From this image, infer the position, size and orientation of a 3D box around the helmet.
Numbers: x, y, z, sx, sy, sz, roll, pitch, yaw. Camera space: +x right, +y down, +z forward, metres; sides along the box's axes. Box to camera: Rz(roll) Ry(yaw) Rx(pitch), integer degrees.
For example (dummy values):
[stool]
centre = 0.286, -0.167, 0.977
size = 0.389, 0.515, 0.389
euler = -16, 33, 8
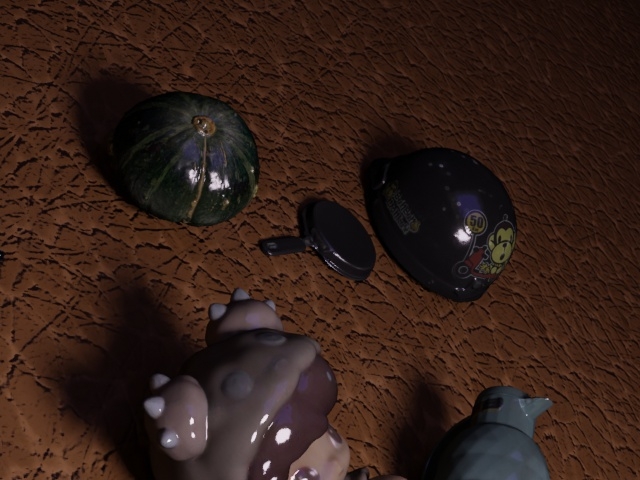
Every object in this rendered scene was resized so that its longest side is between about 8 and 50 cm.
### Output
[helmet]
centre = 0.201, -0.051, 2.133
size = 0.230, 0.160, 0.279
euler = 11, 48, -43

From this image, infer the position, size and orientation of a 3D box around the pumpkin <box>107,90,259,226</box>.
[pumpkin]
centre = -0.168, -0.102, 1.741
size = 0.190, 0.146, 0.190
euler = 30, 39, -27

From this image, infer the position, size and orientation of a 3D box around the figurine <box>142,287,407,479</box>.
[figurine]
centre = -0.037, 0.250, 1.496
size = 0.380, 0.203, 0.248
euler = 55, 42, -15

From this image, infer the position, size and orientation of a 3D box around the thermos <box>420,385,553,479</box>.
[thermos]
centre = 0.196, 0.316, 1.718
size = 0.145, 0.182, 0.286
euler = 44, 42, -27

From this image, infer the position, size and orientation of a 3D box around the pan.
[pan]
centre = 0.000, 0.000, 1.951
size = 0.235, 0.028, 0.136
euler = -7, 61, -54

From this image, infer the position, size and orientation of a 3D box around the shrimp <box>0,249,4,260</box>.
[shrimp]
centre = -0.398, -0.038, 1.456
size = 0.174, 0.082, 0.076
euler = 54, 26, -4
